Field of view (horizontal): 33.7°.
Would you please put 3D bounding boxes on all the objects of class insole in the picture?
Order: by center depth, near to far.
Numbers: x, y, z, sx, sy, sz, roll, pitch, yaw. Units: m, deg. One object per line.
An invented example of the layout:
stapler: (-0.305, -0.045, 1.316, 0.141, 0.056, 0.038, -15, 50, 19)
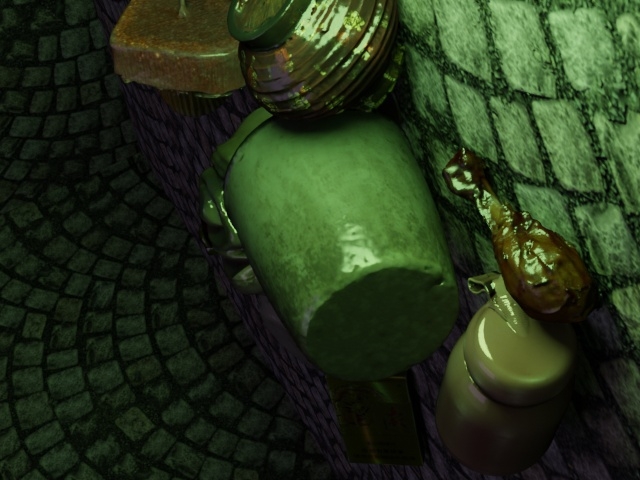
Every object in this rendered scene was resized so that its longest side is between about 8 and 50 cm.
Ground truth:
insole: (0.092, -0.161, 1.697, 0.111, 0.007, 0.328, 58, 166, 17)

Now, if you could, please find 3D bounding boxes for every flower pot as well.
flower pot: (0.034, 0.007, 1.463, 0.330, 0.294, 0.293, -110, 4, -49)

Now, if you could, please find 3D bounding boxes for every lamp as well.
lamp: (0.001, -0.268, 1.397, 0.247, 0.247, 0.247, 58, 165, 24)

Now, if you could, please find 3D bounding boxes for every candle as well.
candle: (-0.273, -0.409, 2.045, 0.131, 0.287, 0.317, 87, 157, -48)

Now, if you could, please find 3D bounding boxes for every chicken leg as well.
chicken leg: (0.232, -0.007, 1.302, 0.304, 0.093, 0.113, 57, 177, 43)

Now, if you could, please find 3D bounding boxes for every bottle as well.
bottle: (0.241, 0.175, 1.411, 0.297, 0.173, 0.206, 87, 167, -60)

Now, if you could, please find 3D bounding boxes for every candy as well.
candy: (-0.008, 0.148, 2.284, 0.295, 0.185, 0.295, 38, 154, 22)

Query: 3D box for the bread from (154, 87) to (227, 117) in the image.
bread: (-0.304, -0.400, 2.386, 0.250, 0.179, 0.133, 58, 170, 24)

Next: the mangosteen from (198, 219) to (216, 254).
mangosteen: (-0.207, -0.044, 2.600, 0.216, 0.216, 0.216, 58, 165, 24)

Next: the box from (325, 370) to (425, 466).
box: (0.122, 0.378, 2.272, 0.043, 0.173, 0.311, -76, -20, -45)

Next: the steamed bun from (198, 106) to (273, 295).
steamed bun: (-0.105, -0.063, 1.979, 0.339, 0.247, 0.352, 59, 138, 28)
